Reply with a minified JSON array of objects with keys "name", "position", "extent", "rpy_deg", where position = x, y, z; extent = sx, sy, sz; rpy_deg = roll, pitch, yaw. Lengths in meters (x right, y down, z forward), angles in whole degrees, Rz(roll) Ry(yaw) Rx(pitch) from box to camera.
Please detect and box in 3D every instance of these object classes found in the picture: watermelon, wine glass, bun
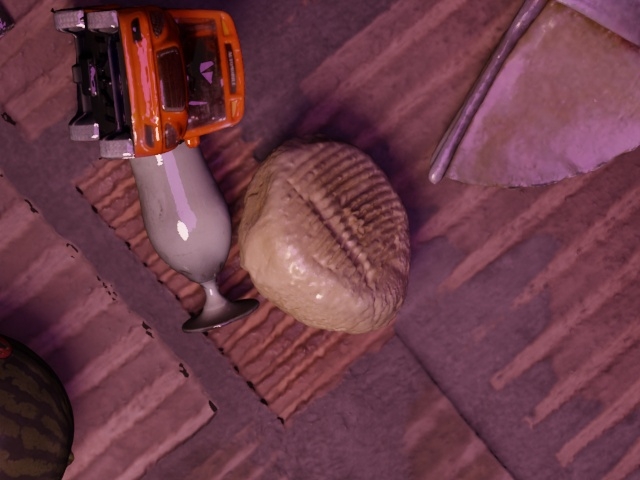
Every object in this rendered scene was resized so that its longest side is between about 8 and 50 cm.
[{"name":"watermelon","position":[-0.352,0.193,1.893],"extent":[0.212,0.212,0.212],"rpy_deg":[-2,98,-12]},{"name":"wine glass","position":[-0.137,-0.011,1.970],"extent":[0.093,0.093,0.202],"rpy_deg":[-21,101,-9]},{"name":"bun","position":[0.000,0.000,1.972],"extent":[0.220,0.134,0.220],"rpy_deg":[26,52,-38]}]

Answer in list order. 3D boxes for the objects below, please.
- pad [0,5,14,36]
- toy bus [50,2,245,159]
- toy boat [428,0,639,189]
[{"name":"pad","position":[-0.456,-0.220,1.911],"extent":[0.233,0.022,0.174],"rpy_deg":[-38,102,-7]},{"name":"toy bus","position":[-0.166,-0.164,1.822],"extent":[0.153,0.329,0.143],"rpy_deg":[-8,98,-14]},{"name":"toy boat","position":[0.272,-0.192,2.039],"extent":[0.276,0.111,0.293],"rpy_deg":[8,108,-14]}]
